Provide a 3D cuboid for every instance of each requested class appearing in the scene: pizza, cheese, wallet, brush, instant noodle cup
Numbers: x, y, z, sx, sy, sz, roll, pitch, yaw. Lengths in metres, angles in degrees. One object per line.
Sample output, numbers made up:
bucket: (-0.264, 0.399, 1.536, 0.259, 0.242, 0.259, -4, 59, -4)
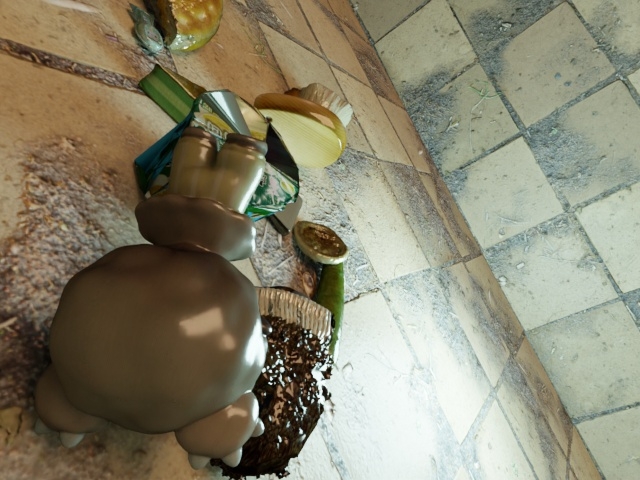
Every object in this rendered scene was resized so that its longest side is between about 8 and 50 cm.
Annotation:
pizza: (-0.326, -0.583, 1.027, 0.226, 0.086, 0.335, 39, 48, -43)
cheese: (-0.364, -0.441, 0.924, 0.067, 0.026, 0.120, 7, 57, -56)
wallet: (-0.091, -0.092, 1.020, 0.118, 0.039, 0.152, 49, 31, -22)
brush: (-0.047, -0.324, 1.156, 0.267, 0.174, 0.166, 28, 52, -28)
instant noodle cup: (-0.175, -0.110, 0.751, 0.240, 0.178, 0.240, 38, 35, -33)

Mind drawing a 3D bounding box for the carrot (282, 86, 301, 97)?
carrot: (-0.036, -0.412, 1.376, 0.102, 0.102, 0.263, 60, 22, 1)

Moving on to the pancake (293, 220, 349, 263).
pancake: (-0.001, 0.001, 1.045, 0.152, 0.025, 0.151, 19, 32, -13)

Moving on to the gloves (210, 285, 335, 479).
gloves: (-0.072, 0.200, 0.670, 0.210, 0.135, 0.312, 46, 33, -33)

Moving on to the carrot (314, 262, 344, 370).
carrot: (0.016, 0.135, 0.948, 0.074, 0.074, 0.358, 47, 28, -22)

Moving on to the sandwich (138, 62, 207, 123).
sandwich: (-0.279, -0.270, 0.848, 0.116, 0.074, 0.074, 17, 49, -50)

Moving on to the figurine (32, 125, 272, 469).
figurine: (-0.155, 0.045, 0.505, 0.248, 0.203, 0.380, 13, 69, -5)
